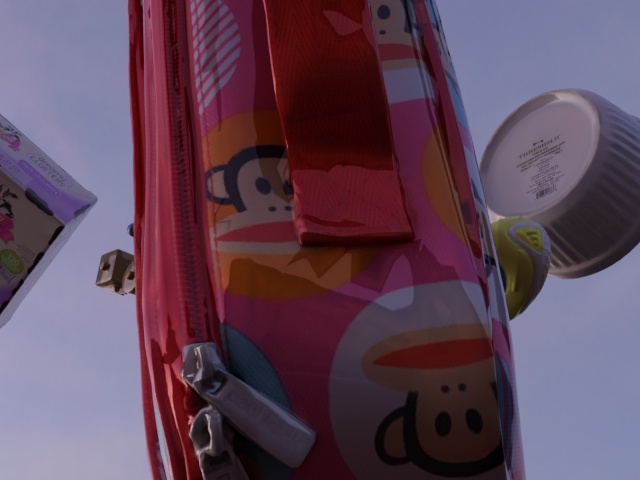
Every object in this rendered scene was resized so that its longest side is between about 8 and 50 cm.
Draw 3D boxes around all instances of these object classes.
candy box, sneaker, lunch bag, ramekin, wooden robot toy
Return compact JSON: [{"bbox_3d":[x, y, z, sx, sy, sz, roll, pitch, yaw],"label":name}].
[{"bbox_3d":[-0.338,-0.020,1.297,0.165,0.070,0.196,41,-58,-1],"label":"candy box"},{"bbox_3d":[0.097,0.051,1.135,0.126,0.091,0.240,15,-43,-9],"label":"sneaker"},{"bbox_3d":[0.000,0.000,0.460,0.120,0.293,0.258,-7,-42,-1],"label":"lunch bag"},{"bbox_3d":[0.271,-0.072,1.481,0.207,0.207,0.109,-33,-48,27],"label":"ramekin"},{"bbox_3d":[-0.099,0.013,1.041,0.079,0.076,0.173,26,-44,-34],"label":"wooden robot toy"}]
